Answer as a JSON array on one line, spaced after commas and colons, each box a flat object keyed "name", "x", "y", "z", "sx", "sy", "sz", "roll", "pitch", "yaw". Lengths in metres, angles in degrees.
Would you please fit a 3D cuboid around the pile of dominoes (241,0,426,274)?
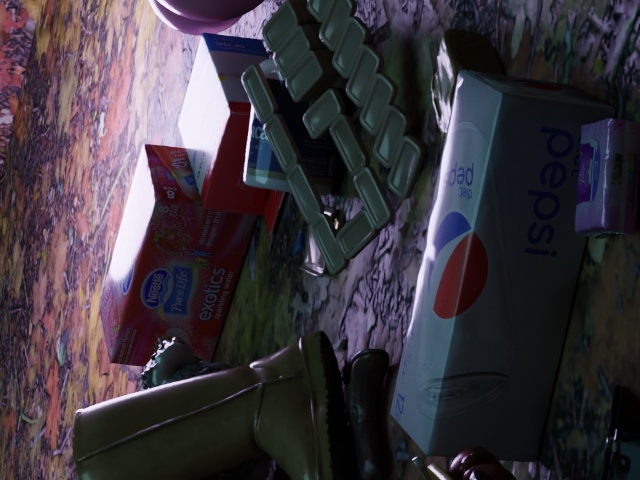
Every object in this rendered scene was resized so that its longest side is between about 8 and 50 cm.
[{"name": "pile of dominoes", "x": 0.023, "y": -0.121, "z": 1.873, "sx": 0.196, "sy": 0.040, "sz": 0.251, "roll": -44, "pitch": 65, "yaw": 47}]

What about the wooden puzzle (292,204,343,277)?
[{"name": "wooden puzzle", "x": 0.000, "y": 0.000, "z": 2.013, "sx": 0.116, "sy": 0.014, "sz": 0.079, "roll": -141, "pitch": 63, "yaw": -68}]

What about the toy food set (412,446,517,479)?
[{"name": "toy food set", "x": 0.139, "y": 0.195, "z": 1.375, "sx": 0.128, "sy": 0.071, "sz": 0.218, "roll": 56, "pitch": 176, "yaw": -7}]

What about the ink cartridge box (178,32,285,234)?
[{"name": "ink cartridge box", "x": -0.095, "y": -0.124, "z": 2.228, "sx": 0.231, "sy": 0.078, "sz": 0.134, "roll": -111, "pitch": 33, "yaw": -53}]

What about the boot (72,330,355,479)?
[{"name": "boot", "x": -0.103, "y": 0.214, "z": 1.872, "sx": 0.236, "sy": 0.269, "sz": 0.089, "roll": -97, "pitch": -16, "yaw": -54}]

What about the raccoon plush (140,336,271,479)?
[{"name": "raccoon plush", "x": -0.235, "y": 0.287, "z": 2.064, "sx": 0.299, "sy": 0.446, "sz": 0.216, "roll": -103, "pitch": -5, "yaw": -46}]

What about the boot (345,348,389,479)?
[{"name": "boot", "x": 0.046, "y": 0.169, "z": 1.785, "sx": 0.106, "sy": 0.037, "sz": 0.114, "roll": 101, "pitch": 169, "yaw": -57}]

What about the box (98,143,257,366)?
[{"name": "box", "x": -0.174, "y": 0.024, "z": 2.337, "sx": 0.123, "sy": 0.128, "sz": 0.257, "roll": -108, "pitch": 31, "yaw": -50}]

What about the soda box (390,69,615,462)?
[{"name": "soda box", "x": 0.135, "y": 0.021, "z": 1.478, "sx": 0.091, "sy": 0.098, "sz": 0.286, "roll": -136, "pitch": 55, "yaw": -66}]

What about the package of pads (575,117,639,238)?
[{"name": "package of pads", "x": 0.206, "y": -0.044, "z": 1.390, "sx": 0.050, "sy": 0.032, "sz": 0.083, "roll": 168, "pitch": 107, "yaw": -69}]

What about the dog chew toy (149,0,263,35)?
[{"name": "dog chew toy", "x": -0.123, "y": -0.347, "z": 2.217, "sx": 0.332, "sy": 0.206, "sz": 0.207, "roll": 118, "pitch": 152, "yaw": -65}]

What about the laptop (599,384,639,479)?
[{"name": "laptop", "x": 0.235, "y": 0.238, "z": 1.247, "sx": 0.264, "sy": 0.136, "sz": 0.234, "roll": 15, "pitch": 100, "yaw": 45}]

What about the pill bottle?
[{"name": "pill bottle", "x": -0.024, "y": -0.135, "z": 1.996, "sx": 0.094, "sy": 0.094, "sz": 0.169, "roll": -162, "pitch": 79, "yaw": -71}]

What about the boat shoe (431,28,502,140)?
[{"name": "boat shoe", "x": 0.125, "y": -0.107, "z": 1.612, "sx": 0.170, "sy": 0.063, "sz": 0.059, "roll": -92, "pitch": 15, "yaw": -50}]
